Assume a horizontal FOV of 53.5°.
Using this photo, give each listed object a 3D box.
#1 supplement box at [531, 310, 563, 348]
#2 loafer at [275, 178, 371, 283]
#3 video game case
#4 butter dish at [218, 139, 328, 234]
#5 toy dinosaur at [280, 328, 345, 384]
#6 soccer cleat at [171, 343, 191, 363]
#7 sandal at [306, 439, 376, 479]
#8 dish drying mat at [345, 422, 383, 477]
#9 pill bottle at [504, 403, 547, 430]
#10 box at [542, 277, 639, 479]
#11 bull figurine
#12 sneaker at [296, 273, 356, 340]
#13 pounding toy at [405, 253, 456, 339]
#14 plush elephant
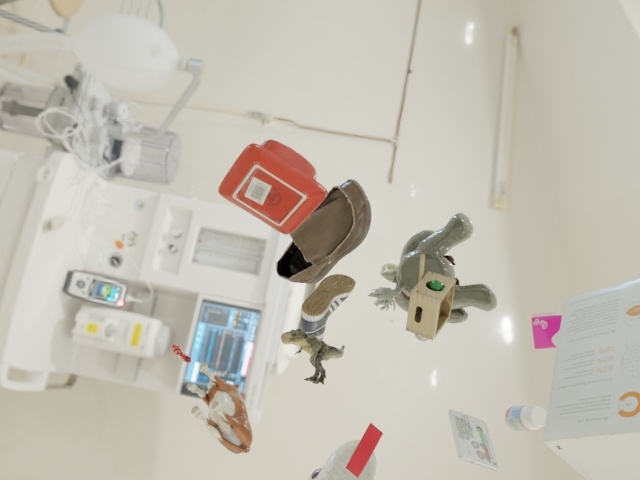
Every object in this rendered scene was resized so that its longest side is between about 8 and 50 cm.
[{"bbox_3d":[0.803,0.313,2.233,0.220,0.111,0.113,3,80,-72],"label":"supplement box"},{"bbox_3d":[0.000,0.000,1.554,0.133,0.130,0.366,56,-44,25],"label":"loafer"},{"bbox_3d":[0.440,0.574,1.832,0.019,0.143,0.157,-50,-153,32],"label":"video game case"},{"bbox_3d":[-0.074,-0.114,1.123,0.160,0.160,0.118,-45,-161,47],"label":"butter dish"},{"bbox_3d":[-0.005,0.297,1.584,0.268,0.064,0.118,31,63,-53],"label":"toy dinosaur"},{"bbox_3d":[-0.460,0.375,2.088,0.029,0.083,0.035,-53,-171,-35],"label":"soccer cleat"},{"bbox_3d":[0.013,0.710,1.790,0.416,0.102,0.169,-35,105,-46],"label":"sandal"},{"bbox_3d":[0.071,0.341,1.033,0.083,0.032,0.008,-55,-161,-26],"label":"dish drying mat"},{"bbox_3d":[0.714,0.613,2.199,0.160,0.087,0.087,130,-27,-67],"label":"pill bottle"},{"bbox_3d":[0.586,0.264,1.216,0.215,0.168,0.345,-28,-152,47],"label":"box"},{"bbox_3d":[-0.265,0.441,1.700,0.101,0.188,0.310,-44,-150,-4],"label":"bull figurine"},{"bbox_3d":[0.014,0.225,2.089,0.282,0.099,0.153,-36,145,-50],"label":"sneaker"},{"bbox_3d":[0.251,0.129,1.491,0.130,0.100,0.141,-37,138,-51],"label":"pounding toy"},{"bbox_3d":[0.296,0.124,1.759,0.255,0.330,0.271,62,6,-75],"label":"plush elephant"}]
